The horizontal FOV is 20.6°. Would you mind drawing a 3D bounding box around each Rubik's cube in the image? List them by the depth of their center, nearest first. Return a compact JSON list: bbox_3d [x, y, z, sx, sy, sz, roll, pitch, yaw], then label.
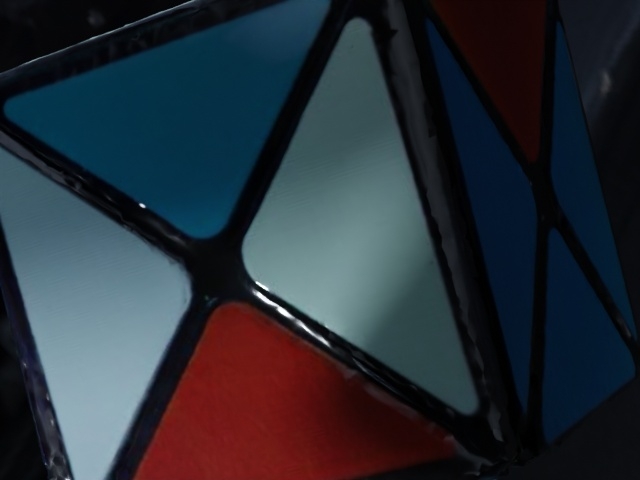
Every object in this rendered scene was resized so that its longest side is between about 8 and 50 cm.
[{"bbox_3d":[0.001,0.000,0.897,0.250,0.246,0.248,-16,-91,25],"label":"Rubik's cube"}]
